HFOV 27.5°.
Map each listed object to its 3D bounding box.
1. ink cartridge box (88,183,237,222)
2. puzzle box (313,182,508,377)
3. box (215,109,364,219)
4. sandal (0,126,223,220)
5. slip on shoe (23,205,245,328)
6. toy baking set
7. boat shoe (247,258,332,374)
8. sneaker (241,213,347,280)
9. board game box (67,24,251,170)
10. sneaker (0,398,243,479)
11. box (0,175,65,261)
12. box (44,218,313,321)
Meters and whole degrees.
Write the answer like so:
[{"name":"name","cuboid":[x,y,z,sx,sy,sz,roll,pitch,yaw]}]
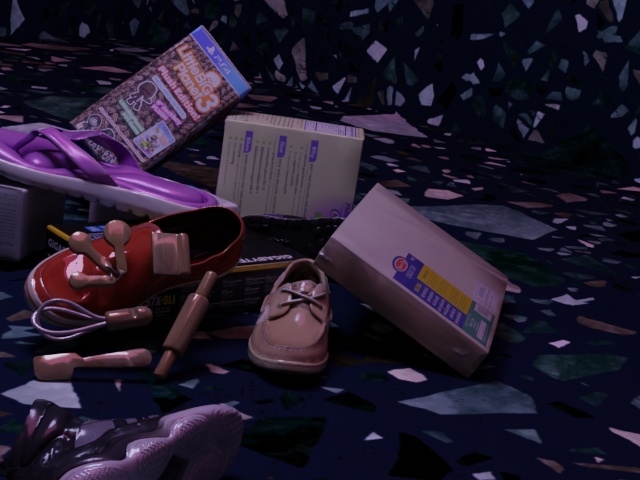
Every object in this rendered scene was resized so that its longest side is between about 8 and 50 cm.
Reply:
[{"name":"ink cartridge box","cuboid":[-0.265,-0.034,2.185,0.203,0.085,0.148,-6,20,-40]},{"name":"puzzle box","cuboid":[0.147,0.046,1.967,0.272,0.052,0.409,37,18,2]},{"name":"box","cuboid":[-0.058,-0.103,2.303,0.243,0.213,0.117,8,14,0]},{"name":"sandal","cuboid":[-0.346,-0.125,2.044,0.416,0.102,0.169,17,16,-10]},{"name":"slip on shoe","cuboid":[-0.238,0.025,1.732,0.331,0.101,0.123,-17,65,-35]},{"name":"toy baking set","cuboid":[-0.248,0.087,1.642,0.197,0.256,0.030,23,-28,-4]},{"name":"boat shoe","cuboid":[-0.034,0.100,1.789,0.109,0.098,0.302,9,15,2]},{"name":"sneaker","cuboid":[0.000,0.000,2.182,0.283,0.107,0.124,12,9,12]},{"name":"board game box","cuboid":[-0.294,-0.220,2.336,0.291,0.141,0.232,-39,3,-14]},{"name":"sneaker","cuboid":[-0.204,0.203,1.308,0.153,0.101,0.269,21,22,31]},{"name":"box","cuboid":[-0.517,-0.057,2.066,0.182,0.119,0.181,10,15,8]},{"name":"box","cuboid":[-0.214,0.036,1.976,0.322,0.079,0.257,-4,18,-39]}]
